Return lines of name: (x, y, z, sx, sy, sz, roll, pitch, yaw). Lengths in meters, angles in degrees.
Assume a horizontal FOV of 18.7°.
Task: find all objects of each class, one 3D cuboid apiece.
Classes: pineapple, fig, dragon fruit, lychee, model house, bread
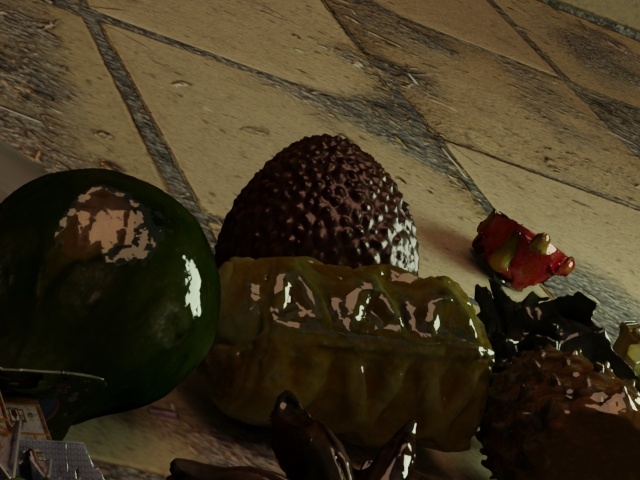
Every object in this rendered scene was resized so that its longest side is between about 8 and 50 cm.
pineapple: (0.196, 0.121, 1.746, 0.165, 0.165, 0.364, 22, 20, -18)
fig: (-0.184, 0.059, 1.417, 0.195, 0.195, 0.245, 28, 55, 0)
dragon fruit: (0.222, 0.018, 2.179, 0.112, 0.068, 0.126, 33, -1, -40)
lychee: (0.003, 0.006, 1.756, 0.194, 0.194, 0.194, 25, 20, -10)
model house: (-0.213, 0.146, 1.241, 0.167, 0.117, 0.088, 11, 42, -42)
bread: (0.013, 0.091, 1.603, 0.267, 0.130, 0.152, 8, 63, -30)

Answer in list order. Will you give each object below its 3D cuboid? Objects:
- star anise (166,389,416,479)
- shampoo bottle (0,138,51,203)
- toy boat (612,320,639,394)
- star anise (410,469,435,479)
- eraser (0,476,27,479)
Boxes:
star anise: (0.021, 0.213, 1.321, 0.288, 0.088, 0.288, 7, 36, -5)
shampoo bottle: (-0.253, -0.033, 1.682, 0.221, 0.051, 0.108, 34, 18, 16)
toy boat: (0.406, 0.149, 2.056, 0.310, 0.089, 0.115, 9, 25, -42)
star anise: (0.070, 0.238, 1.437, 0.208, 0.063, 0.172, 36, 26, 23)
eraser: (-0.163, 0.253, 1.047, 0.274, 0.092, 0.210, 41, 24, 28)
